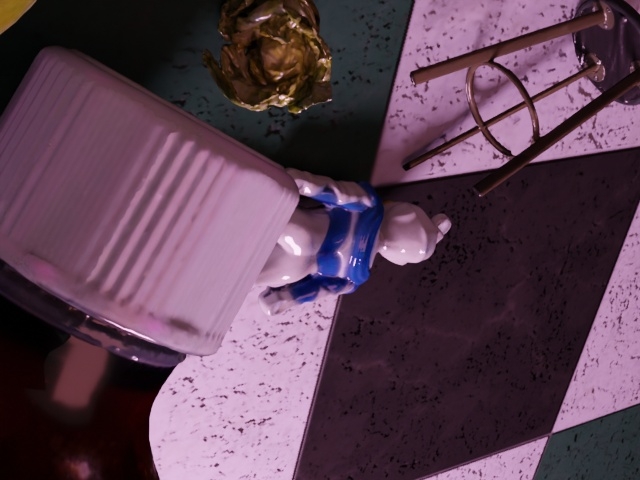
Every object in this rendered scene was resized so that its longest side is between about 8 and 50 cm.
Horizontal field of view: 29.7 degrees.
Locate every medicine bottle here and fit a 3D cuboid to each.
[{"bbox_3d":[-0.180,0.091,0.674,0.243,0.242,0.395,20,98,-47],"label":"medicine bottle"}]

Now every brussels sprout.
[{"bbox_3d":[-0.030,-0.124,0.758,0.085,0.058,0.085,-1,114,-3],"label":"brussels sprout"}]

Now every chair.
[{"bbox_3d":[0.167,-0.119,0.907,0.222,0.104,0.095,-25,117,-22],"label":"chair"}]

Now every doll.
[{"bbox_3d":[0.000,0.000,0.880,0.227,0.057,0.114,-1,115,-30],"label":"doll"}]

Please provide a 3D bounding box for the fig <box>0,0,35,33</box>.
[{"bbox_3d":[-0.166,-0.223,0.416,0.233,0.233,0.314,-7,136,-37],"label":"fig"}]
